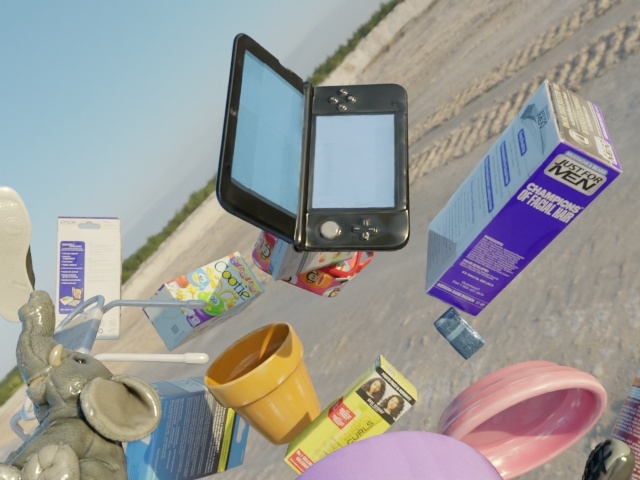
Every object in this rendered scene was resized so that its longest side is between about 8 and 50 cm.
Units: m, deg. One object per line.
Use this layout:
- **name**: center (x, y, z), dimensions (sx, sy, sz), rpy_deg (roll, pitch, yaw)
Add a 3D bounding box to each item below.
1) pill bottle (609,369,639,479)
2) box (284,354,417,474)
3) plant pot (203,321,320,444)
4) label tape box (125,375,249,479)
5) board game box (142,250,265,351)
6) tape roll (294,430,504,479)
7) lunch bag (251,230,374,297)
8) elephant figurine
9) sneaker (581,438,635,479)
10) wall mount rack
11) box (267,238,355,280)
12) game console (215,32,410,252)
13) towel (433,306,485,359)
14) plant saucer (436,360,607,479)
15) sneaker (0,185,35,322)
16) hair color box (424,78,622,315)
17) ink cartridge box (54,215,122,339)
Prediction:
- **pill bottle**: center (0.806, 0.531, 1.501), dimensions (0.392, 0.224, 0.224), rpy_deg (-65, 12, -5)
- **box**: center (0.049, 0.302, 1.034), dimensions (0.232, 0.087, 0.058), rpy_deg (-45, 1, 11)
- **plant pot**: center (-0.100, 0.301, 1.267), dimensions (0.205, 0.188, 0.205), rpy_deg (-29, 14, 8)
- **label tape box**: center (-0.343, 0.504, 1.683), dimensions (0.115, 0.348, 0.249), rpy_deg (11, 93, 36)
- **board game box**: center (-0.311, 0.158, 1.691), dimensions (0.144, 0.142, 0.275), rpy_deg (-42, -10, 38)
- **tape roll**: center (0.079, 0.329, 0.611), dimensions (0.275, 0.275, 0.090), rpy_deg (-44, 21, 4)
- **lunch bag**: center (0.002, -0.010, 1.417), dimensions (0.120, 0.258, 0.293), rpy_deg (-59, 8, 40)
- **elephant figurine**: center (-0.260, 0.195, 0.672), dimensions (0.169, 0.186, 0.239), rpy_deg (1, 36, 5)
- **sneaker**: center (0.424, 0.404, 0.910), dimensions (0.101, 0.106, 0.267), rpy_deg (-43, -38, -55)
- **wall mount rack**: center (-0.347, 0.189, 1.044), dimensions (0.304, 0.130, 0.350), rpy_deg (-34, 23, 2)
- **box**: center (0.000, 0.000, 1.200), dimensions (0.186, 0.038, 0.145), rpy_deg (-15, -34, -31)
- **game console**: center (0.003, -0.145, 0.909), dimensions (0.173, 0.250, 0.293), rpy_deg (73, -162, -66)
- **towel**: center (0.332, 0.223, 1.499), dimensions (0.067, 0.119, 0.029), rpy_deg (-42, -11, 0)
- **plant saucer**: center (0.342, 0.325, 1.124), dimensions (0.332, 0.332, 0.084), rpy_deg (-42, 43, 18)
- **sneaker**: center (-0.691, 0.021, 1.378), dimensions (0.105, 0.295, 0.147), rpy_deg (-9, 16, -27)
- **hair color box**: center (0.297, -0.058, 0.982), dimensions (0.185, 0.110, 0.339), rpy_deg (-76, 13, -49)
- **ink cartridge box**: center (-0.620, 0.100, 1.681), dimensions (0.065, 0.165, 0.332), rpy_deg (175, 97, -78)
